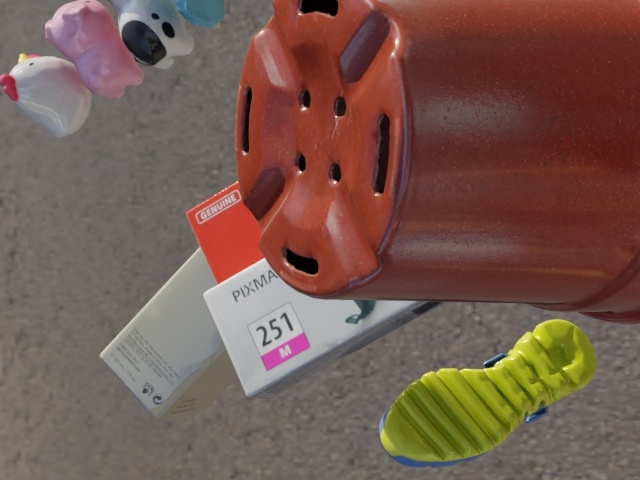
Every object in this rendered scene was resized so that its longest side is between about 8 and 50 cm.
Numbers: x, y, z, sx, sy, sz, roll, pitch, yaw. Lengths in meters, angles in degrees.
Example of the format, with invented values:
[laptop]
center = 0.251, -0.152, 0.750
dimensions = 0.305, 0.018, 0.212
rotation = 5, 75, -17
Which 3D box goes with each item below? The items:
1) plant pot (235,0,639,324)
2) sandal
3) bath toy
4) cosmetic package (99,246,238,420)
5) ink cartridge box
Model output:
[plant pot]
center = 0.103, -0.070, 0.803
dimensions = 0.272, 0.265, 0.272
rotation = 7, 98, 57
[sandal]
center = 0.214, 0.218, 1.581
dimensions = 0.126, 0.317, 0.138
rotation = 63, 155, 19
[bath toy]
center = -0.286, -0.262, 1.550
dimensions = 0.348, 0.129, 0.151
rotation = -32, 62, 32
[cosmetic package]
center = -0.098, 0.064, 1.432
dimensions = 0.309, 0.160, 0.113
rotation = -46, 77, 9
[ink cartridge box]
center = 0.000, 0.000, 1.269
dimensions = 0.275, 0.060, 0.239
rotation = -30, 71, 12
